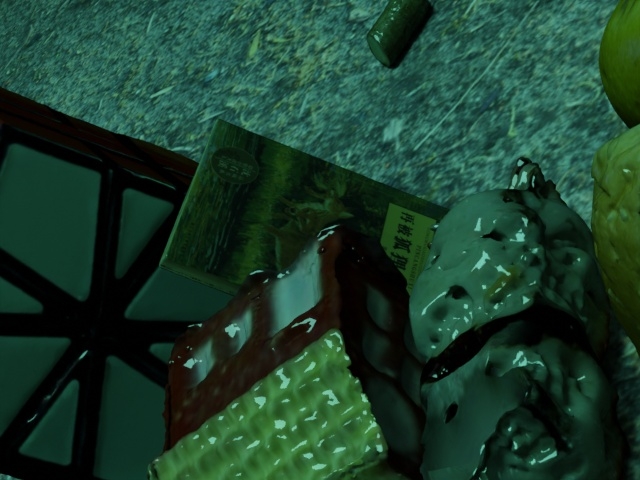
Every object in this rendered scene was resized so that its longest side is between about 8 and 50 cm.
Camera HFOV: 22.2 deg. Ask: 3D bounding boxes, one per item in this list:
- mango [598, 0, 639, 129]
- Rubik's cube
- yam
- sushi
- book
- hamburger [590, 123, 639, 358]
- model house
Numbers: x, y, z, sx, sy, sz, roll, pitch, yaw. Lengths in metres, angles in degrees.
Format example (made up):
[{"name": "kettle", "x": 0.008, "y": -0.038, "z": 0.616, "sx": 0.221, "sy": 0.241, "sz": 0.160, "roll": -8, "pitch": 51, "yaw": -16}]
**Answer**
[{"name": "mango", "x": 0.312, "y": -0.125, "z": 0.998, "sx": 0.365, "sy": 0.253, "sz": 0.182, "roll": -173, "pitch": 84, "yaw": -68}, {"name": "Rubik's cube", "x": -0.234, "y": 0.041, "z": 1.438, "sx": 0.288, "sy": 0.293, "sz": 0.283, "roll": -65, "pitch": 22, "yaw": 6}, {"name": "yam", "x": 0.080, "y": -0.227, "z": 1.700, "sx": 0.043, "sy": 0.043, "sz": 0.094, "roll": 2, "pitch": 52, "yaw": 57}, {"name": "sushi", "x": 0.129, "y": 0.087, "z": 1.081, "sx": 0.124, "sy": 0.130, "sz": 0.332, "roll": -32, "pitch": 30, "yaw": 28}, {"name": "book", "x": 0.000, "y": 0.000, "z": 1.313, "sx": 0.024, "sy": 0.228, "sz": 0.160, "roll": 116, "pitch": 173, "yaw": -49}, {"name": "hamburger", "x": 0.215, "y": 0.019, "z": 0.961, "sx": 0.135, "sy": 0.208, "sz": 0.155, "roll": -55, "pitch": 29, "yaw": -13}, {"name": "model house", "x": -0.005, "y": 0.148, "z": 1.162, "sx": 0.196, "sy": 0.160, "sz": 0.254, "roll": -35, "pitch": 29, "yaw": 23}]
